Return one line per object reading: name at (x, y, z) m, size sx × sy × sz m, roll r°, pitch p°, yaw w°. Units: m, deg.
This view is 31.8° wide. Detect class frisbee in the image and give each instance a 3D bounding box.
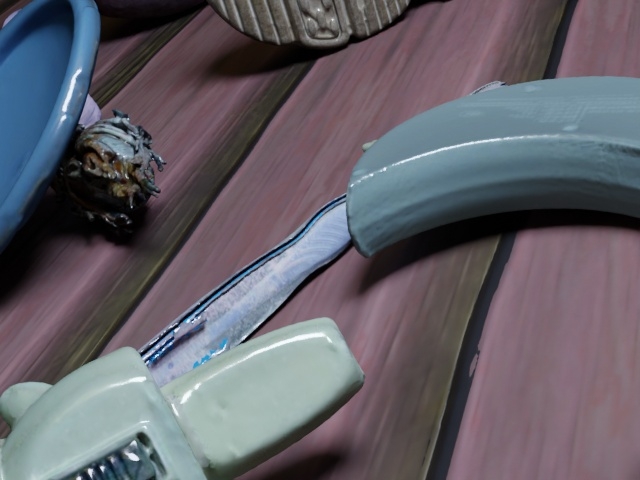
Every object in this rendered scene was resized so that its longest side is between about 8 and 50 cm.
frisbee at (-0.250, -0.069, 0.889) m, size 0.289 × 0.049 × 0.289 m, roll -33°, pitch 41°, yaw 34°

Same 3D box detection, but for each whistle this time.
whistle at (-0.097, 0.106, 0.492) m, size 0.253 × 0.102 × 0.106 m, roll -29°, pitch 24°, yaw -12°

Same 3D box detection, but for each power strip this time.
power strip at (0.127, -0.042, 0.654) m, size 0.253 × 0.054 × 0.167 m, roll 3°, pitch 30°, yaw 30°

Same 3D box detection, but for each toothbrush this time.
toothbrush at (0.000, 0.000, 0.708) m, size 0.413 × 0.035 × 0.042 m, roll -38°, pitch 11°, yaw -34°

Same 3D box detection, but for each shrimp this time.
shrimp at (-0.160, -0.054, 0.866) m, size 0.233 × 0.079 × 0.090 m, roll 21°, pitch 87°, yaw 60°

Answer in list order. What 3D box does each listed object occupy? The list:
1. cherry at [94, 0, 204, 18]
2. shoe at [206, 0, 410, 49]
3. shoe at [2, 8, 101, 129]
cherry at (-0.212, -0.377, 1.421) m, size 0.266 × 0.184 × 0.213 m, roll -33°, pitch 25°, yaw -31°
shoe at (0.028, -0.313, 1.132) m, size 0.351 × 0.172 × 0.198 m, roll -15°, pitch 33°, yaw -17°
shoe at (-0.332, -0.113, 1.048) m, size 0.245 × 0.138 × 0.095 m, roll -33°, pitch 24°, yaw -25°
